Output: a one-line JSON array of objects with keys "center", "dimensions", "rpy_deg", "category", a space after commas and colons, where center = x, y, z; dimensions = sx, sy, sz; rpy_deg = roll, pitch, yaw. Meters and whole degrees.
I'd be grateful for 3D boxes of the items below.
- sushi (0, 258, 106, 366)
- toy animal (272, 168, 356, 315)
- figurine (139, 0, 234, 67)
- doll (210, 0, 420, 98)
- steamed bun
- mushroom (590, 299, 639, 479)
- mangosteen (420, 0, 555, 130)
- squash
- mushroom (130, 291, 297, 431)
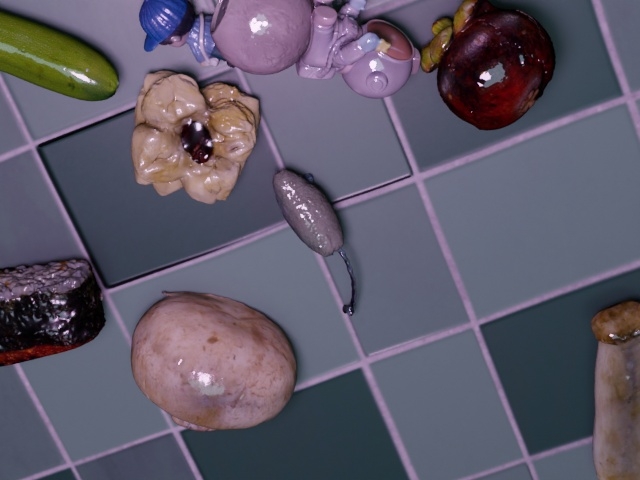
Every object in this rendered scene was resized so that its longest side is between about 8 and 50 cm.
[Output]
[{"center": [-0.432, 0.101, 1.890], "dimensions": [0.225, 0.136, 0.126], "rpy_deg": [-13, 108, 14], "category": "sushi"}, {"center": [0.008, 0.002, 1.871], "dimensions": [0.070, 0.079, 0.253], "rpy_deg": [-29, 109, 5], "category": "toy animal"}, {"center": [-0.178, -0.286, 1.768], "dimensions": [0.149, 0.087, 0.086], "rpy_deg": [21, 73, -7], "category": "figurine"}, {"center": [-0.001, -0.267, 1.730], "dimensions": [0.287, 0.151, 0.151], "rpy_deg": [17, 111, -18], "category": "doll"}, {"center": [-0.187, -0.135, 1.808], "dimensions": [0.177, 0.106, 0.192], "rpy_deg": [22, 111, -5], "category": "steamed bun"}, {"center": [0.460, 0.234, 1.953], "dimensions": [0.099, 0.081, 0.312], "rpy_deg": [-4, 115, 6], "category": "mushroom"}, {"center": [0.221, -0.244, 1.739], "dimensions": [0.180, 0.166, 0.166], "rpy_deg": [38, 109, 13], "category": "mangosteen"}, {"center": [-0.414, -0.265, 1.776], "dimensions": [0.292, 0.082, 0.082], "rpy_deg": [20, 110, -5], "category": "squash"}, {"center": [-0.165, 0.203, 1.894], "dimensions": [0.253, 0.189, 0.195], "rpy_deg": [21, 107, -3], "category": "mushroom"}]
